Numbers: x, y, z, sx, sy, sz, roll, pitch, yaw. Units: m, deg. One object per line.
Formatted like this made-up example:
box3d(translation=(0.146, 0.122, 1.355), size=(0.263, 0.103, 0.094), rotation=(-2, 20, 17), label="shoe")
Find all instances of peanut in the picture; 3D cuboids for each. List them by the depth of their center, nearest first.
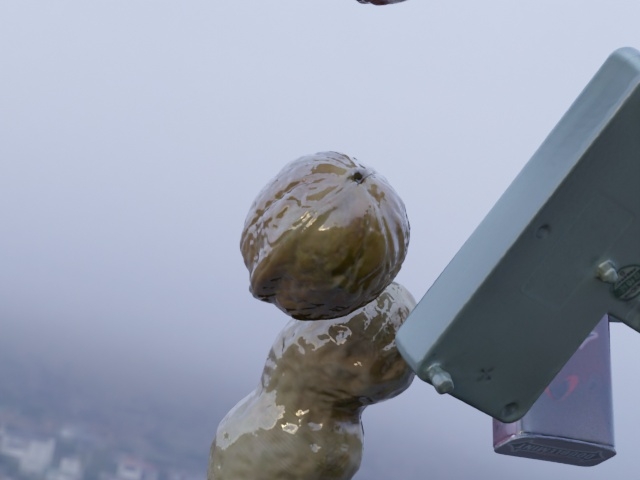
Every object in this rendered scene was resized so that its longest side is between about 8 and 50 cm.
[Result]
box3d(translation=(-0.004, 0.117, 1.272), size=(0.085, 0.228, 0.104), rotation=(2, 36, -50), label="peanut")

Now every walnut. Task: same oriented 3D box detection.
box3d(translation=(0.000, 0.000, 1.152), size=(0.105, 0.105, 0.124), rotation=(19, -48, -29), label="walnut")

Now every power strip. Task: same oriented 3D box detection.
box3d(translation=(0.160, 0.014, 1.029), size=(0.145, 0.216, 0.061), rotation=(28, 15, -34), label="power strip")

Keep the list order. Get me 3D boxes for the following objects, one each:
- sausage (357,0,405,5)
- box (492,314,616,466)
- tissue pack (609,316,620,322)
box3d(translation=(0.084, -0.291, 1.447), size=(0.148, 0.254, 0.148), rotation=(30, -15, 9), label="sausage")
box3d(translation=(0.228, 0.104, 1.802), size=(0.120, 0.224, 0.069), rotation=(12, -27, -19), label="box")
box3d(translation=(0.417, -0.020, 2.069), size=(0.128, 0.228, 0.310), rotation=(-14, 12, -43), label="tissue pack")
